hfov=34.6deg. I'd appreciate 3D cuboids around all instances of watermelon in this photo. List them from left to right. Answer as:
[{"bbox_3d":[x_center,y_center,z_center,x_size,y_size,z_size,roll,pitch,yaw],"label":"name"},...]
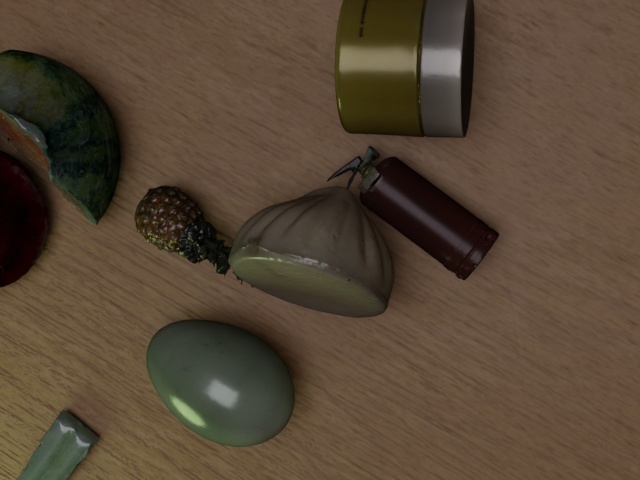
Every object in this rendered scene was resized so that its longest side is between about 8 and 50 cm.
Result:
[{"bbox_3d":[-0.429,-0.169,1.665,0.180,0.224,0.305,-33,106,32],"label":"watermelon"}]

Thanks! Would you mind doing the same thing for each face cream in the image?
[{"bbox_3d":[0.129,-0.263,1.523,0.179,0.218,0.218,3,98,12],"label":"face cream"}]

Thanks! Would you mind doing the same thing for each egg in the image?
[{"bbox_3d":[-0.164,0.226,1.667,0.264,0.183,0.183,28,102,13],"label":"egg"}]

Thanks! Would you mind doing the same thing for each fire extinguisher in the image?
[{"bbox_3d":[0.142,-0.049,1.611,0.269,0.105,0.105,37,103,4],"label":"fire extinguisher"}]

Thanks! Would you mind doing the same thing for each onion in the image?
[{"bbox_3d":[-0.595,-0.023,1.710,0.272,0.195,0.272,-2,110,-6],"label":"onion"}]

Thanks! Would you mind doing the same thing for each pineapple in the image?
[{"bbox_3d":[-0.212,-0.008,1.668,0.197,0.108,0.108,35,104,26],"label":"pineapple"}]

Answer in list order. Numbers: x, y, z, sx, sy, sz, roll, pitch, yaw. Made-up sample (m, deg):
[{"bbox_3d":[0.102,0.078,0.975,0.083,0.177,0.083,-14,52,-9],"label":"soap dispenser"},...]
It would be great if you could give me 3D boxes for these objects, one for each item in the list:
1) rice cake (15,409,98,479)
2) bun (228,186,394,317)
[{"bbox_3d":[-0.485,0.413,1.830,0.085,0.040,0.226,36,103,5],"label":"rice cake"},{"bbox_3d":[0.000,0.000,1.592,0.263,0.263,0.175,15,74,10],"label":"bun"}]
